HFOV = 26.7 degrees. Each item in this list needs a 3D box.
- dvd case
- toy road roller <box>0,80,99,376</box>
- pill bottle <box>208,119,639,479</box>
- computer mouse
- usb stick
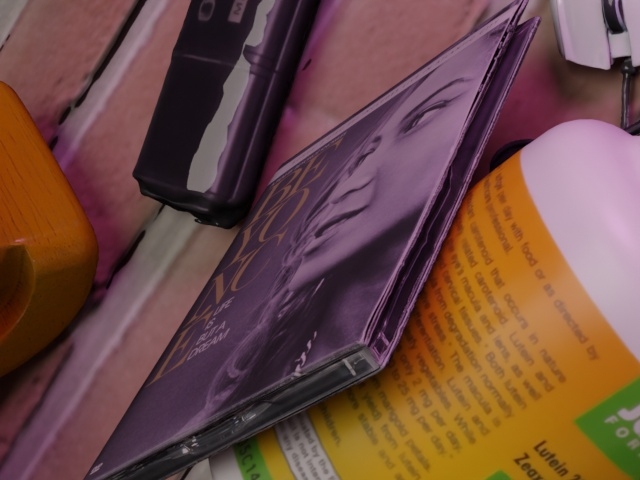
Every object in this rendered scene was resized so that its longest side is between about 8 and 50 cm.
[{"bbox_3d":[0.000,0.000,0.541,0.164,0.018,0.221,-32,19,40],"label":"dvd case"},{"bbox_3d":[-0.259,0.044,0.736,0.202,0.240,0.330,57,148,30],"label":"toy road roller"},{"bbox_3d":[0.087,0.042,0.503,0.245,0.136,0.136,-39,59,21],"label":"pill bottle"},{"bbox_3d":[0.126,-0.111,0.575,0.106,0.042,0.193,-5,76,35],"label":"computer mouse"},{"bbox_3d":[-0.026,-0.143,0.687,0.077,0.045,0.278,17,88,43],"label":"usb stick"}]
